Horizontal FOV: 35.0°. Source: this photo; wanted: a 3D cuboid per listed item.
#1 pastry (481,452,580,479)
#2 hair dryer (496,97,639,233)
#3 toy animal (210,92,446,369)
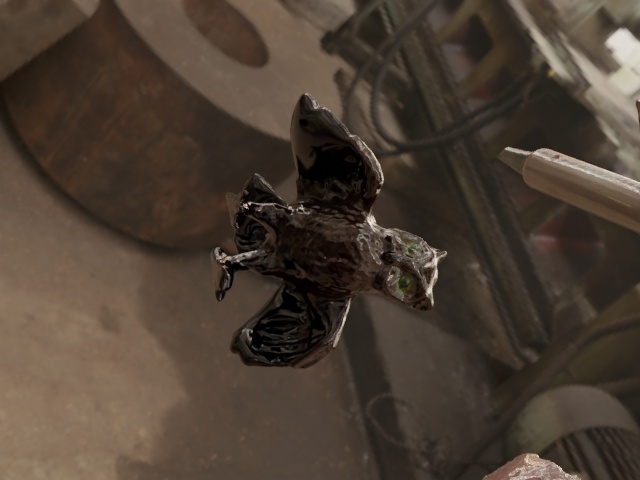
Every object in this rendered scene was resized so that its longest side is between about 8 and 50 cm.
[{"bbox_3d":[0.135,0.294,0.929,0.112,0.265,0.103,47,-12,0],"label":"pastry"},{"bbox_3d":[0.209,-0.013,0.759,0.053,0.220,0.195,-20,105,-27],"label":"hair dryer"},{"bbox_3d":[0.008,0.002,0.799,0.179,0.218,0.116,15,6,6],"label":"toy animal"}]
